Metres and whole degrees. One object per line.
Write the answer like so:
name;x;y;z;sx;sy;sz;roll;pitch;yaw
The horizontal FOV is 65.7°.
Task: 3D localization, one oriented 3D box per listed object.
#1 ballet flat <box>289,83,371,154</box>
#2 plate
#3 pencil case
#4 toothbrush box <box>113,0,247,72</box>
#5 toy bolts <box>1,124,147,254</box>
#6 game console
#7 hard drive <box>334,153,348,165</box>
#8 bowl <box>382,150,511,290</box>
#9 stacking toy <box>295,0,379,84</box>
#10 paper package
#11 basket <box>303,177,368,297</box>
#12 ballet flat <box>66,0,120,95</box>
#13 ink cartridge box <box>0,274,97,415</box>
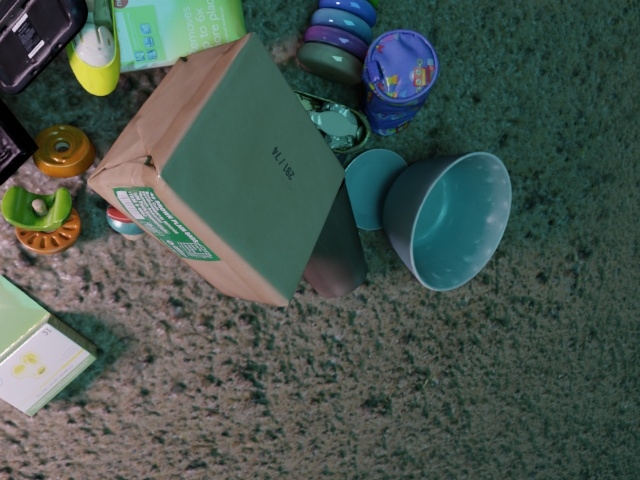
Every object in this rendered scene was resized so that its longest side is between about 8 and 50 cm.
ballet flat;-0.058;-0.244;0.953;0.349;0.123;0.123;12;102;-18
plate;0.124;-0.117;1.133;0.188;0.024;0.188;-6;109;-19
pencil case;0.135;-0.285;0.939;0.133;0.306;0.119;-17;90;3
toothbrush box;-0.283;-0.397;0.830;0.284;0.122;0.206;-13;111;-15
toy bolts;-0.413;-0.074;0.902;0.229;0.158;0.218;4;64;-13
game console;-0.466;-0.248;0.733;0.361;0.044;0.213;-31;99;23
hard drive;0.010;-0.188;1.066;0.094;0.022;0.135;27;95;-26
bowl;0.262;-0.061;1.107;0.312;0.163;0.311;-15;118;-30
stacking toy;0.068;-0.477;0.944;0.141;0.141;0.330;17;95;-25
paper package;-0.134;-0.101;0.801;0.324;0.168;0.309;52;50;-42
basket;0.000;0.000;1.053;0.205;0.154;0.226;-19;121;14
ballet flat;-0.335;-0.330;0.720;0.077;0.077;0.230;-1;108;-21
ink cartridge box;-0.578;0.203;0.941;0.171;0.056;0.235;-42;119;-4
